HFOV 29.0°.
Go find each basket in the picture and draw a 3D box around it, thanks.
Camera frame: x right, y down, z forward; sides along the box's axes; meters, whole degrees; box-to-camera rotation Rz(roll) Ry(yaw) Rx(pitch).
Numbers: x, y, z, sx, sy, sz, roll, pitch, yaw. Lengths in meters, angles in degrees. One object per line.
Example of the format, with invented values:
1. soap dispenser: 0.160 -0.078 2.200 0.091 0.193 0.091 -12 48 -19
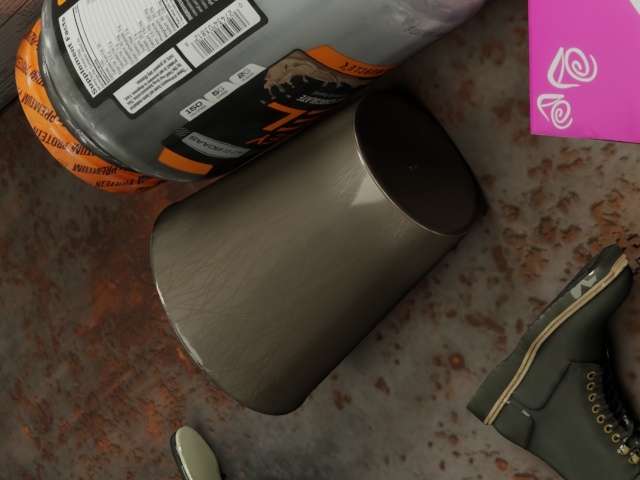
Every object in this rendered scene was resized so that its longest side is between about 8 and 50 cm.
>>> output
1. basket: 0.000 0.000 0.974 0.227 0.154 0.204 -37 74 36

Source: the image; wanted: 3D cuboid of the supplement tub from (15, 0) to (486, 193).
1. supplement tub: -0.060 -0.174 0.904 0.338 0.207 0.207 -28 88 37

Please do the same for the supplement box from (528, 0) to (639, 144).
1. supplement box: 0.217 -0.131 0.710 0.114 0.220 0.111 9 111 35

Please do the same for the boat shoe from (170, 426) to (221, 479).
1. boat shoe: -0.115 0.246 1.211 0.042 0.049 0.133 -24 96 32

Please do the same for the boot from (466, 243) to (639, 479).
1. boot: 0.209 0.105 0.909 0.137 0.077 0.198 41 140 13

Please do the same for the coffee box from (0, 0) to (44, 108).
1. coffee box: -0.409 -0.278 1.058 0.338 0.334 0.337 -29 86 38
